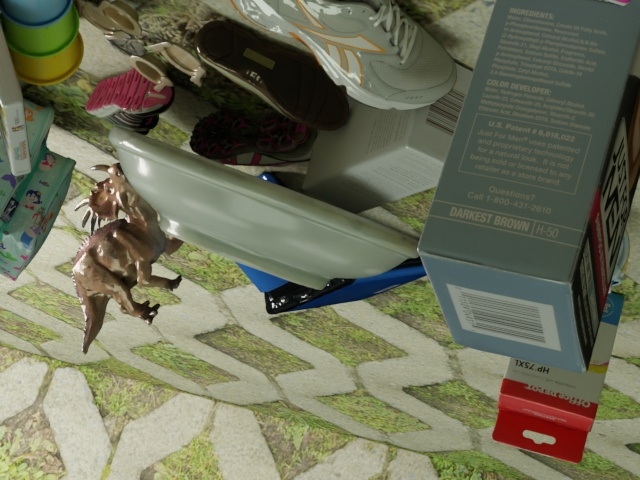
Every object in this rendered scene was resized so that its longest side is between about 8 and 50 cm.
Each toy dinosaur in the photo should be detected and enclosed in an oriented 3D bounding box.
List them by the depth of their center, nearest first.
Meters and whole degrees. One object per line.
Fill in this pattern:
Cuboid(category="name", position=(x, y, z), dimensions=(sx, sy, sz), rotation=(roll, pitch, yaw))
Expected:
Cuboid(category="toy dinosaur", position=(-0.308, 0.016, 2.082), dimensions=(0.200, 0.295, 0.127), rotation=(33, -163, -15))

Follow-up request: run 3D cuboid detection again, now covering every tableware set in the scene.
Cuboid(category="tableware set", position=(-0.206, -0.223, 1.576), dimensions=(0.169, 0.020, 0.141), rotation=(38, 164, -20))

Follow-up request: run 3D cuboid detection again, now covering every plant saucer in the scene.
Cuboid(category="plant saucer", position=(-0.079, -0.023, 1.684), dimensions=(0.400, 0.100, 0.400), rotation=(21, -179, 0))

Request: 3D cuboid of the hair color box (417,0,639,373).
Cuboid(category="hair color box", position=(0.190, -0.111, 1.060), dimensions=(0.114, 0.374, 0.185), rotation=(12, 160, 18))

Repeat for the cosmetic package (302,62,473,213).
Cuboid(category="cosmetic package", position=(0.079, -0.113, 1.541), dimensions=(0.085, 0.117, 0.231), rotation=(25, 161, -22))

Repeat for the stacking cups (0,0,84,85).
Cuboid(category="stacking cups", position=(-0.302, -0.270, 1.483), dimensions=(0.096, 0.096, 0.316), rotation=(19, 160, -2))

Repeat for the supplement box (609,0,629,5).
Cuboid(category="supplement box", position=(0.179, -0.275, 0.859), dimensions=(0.114, 0.220, 0.111), rotation=(20, 161, -4))

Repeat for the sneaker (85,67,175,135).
Cuboid(category="sneaker", position=(-0.220, -0.169, 1.737), dimensions=(0.075, 0.063, 0.170), rotation=(29, 161, -34))

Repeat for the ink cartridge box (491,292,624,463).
Cuboid(category="ink cartridge box", position=(0.325, 0.176, 1.928), dimensions=(0.134, 0.231, 0.078), rotation=(14, 160, 10))

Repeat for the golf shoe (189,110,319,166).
Cuboid(category="golf shoe", position=(-0.080, -0.116, 1.742), dimensions=(0.186, 0.067, 0.086), rotation=(4, 157, 34))

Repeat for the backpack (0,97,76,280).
Cuboid(category="backpack", position=(-0.441, -0.078, 1.893), dimensions=(0.191, 0.253, 0.225), rotation=(19, 158, -15))

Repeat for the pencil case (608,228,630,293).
Cuboid(category="pencil case", position=(0.283, 0.033, 1.756), dimensions=(0.124, 0.113, 0.273), rotation=(42, 159, -2))

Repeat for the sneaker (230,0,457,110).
Cuboid(category="sneaker", position=(0.040, -0.213, 1.344), dimensions=(0.262, 0.099, 0.121), rotation=(27, 154, -26))

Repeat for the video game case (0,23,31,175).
Cuboid(category="video game case", position=(-0.363, -0.209, 1.549), dimensions=(0.026, 0.227, 0.206), rotation=(-15, 165, -13))

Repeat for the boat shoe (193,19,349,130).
Cuboid(category="boat shoe", position=(-0.055, -0.183, 1.563), dimensions=(0.190, 0.068, 0.072), rotation=(33, 171, -10))

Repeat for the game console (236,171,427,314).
Cuboid(category="game console", position=(0.000, 0.000, 2.049), dimensions=(0.250, 0.173, 0.293), rotation=(-8, 172, -25))
